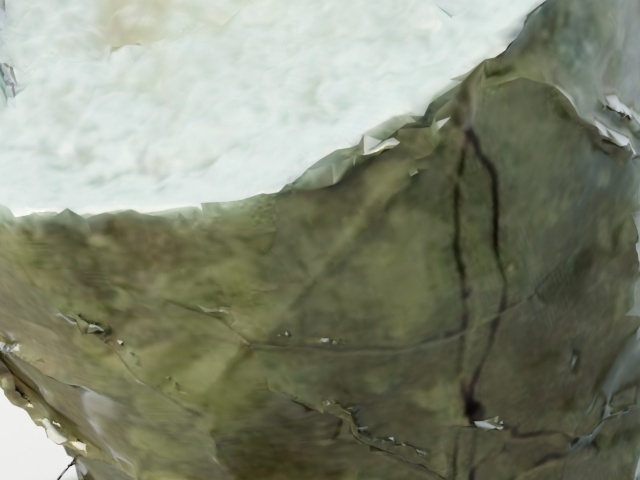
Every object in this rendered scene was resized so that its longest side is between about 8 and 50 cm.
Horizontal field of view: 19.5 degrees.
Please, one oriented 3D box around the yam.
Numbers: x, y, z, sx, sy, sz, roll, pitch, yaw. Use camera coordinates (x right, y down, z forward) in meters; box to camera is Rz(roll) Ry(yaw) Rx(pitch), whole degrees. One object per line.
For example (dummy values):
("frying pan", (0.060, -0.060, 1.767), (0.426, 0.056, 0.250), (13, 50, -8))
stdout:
("yam", (0.001, 0.004, 0.507), (0.202, 0.201, 0.271), (8, -33, 24))
